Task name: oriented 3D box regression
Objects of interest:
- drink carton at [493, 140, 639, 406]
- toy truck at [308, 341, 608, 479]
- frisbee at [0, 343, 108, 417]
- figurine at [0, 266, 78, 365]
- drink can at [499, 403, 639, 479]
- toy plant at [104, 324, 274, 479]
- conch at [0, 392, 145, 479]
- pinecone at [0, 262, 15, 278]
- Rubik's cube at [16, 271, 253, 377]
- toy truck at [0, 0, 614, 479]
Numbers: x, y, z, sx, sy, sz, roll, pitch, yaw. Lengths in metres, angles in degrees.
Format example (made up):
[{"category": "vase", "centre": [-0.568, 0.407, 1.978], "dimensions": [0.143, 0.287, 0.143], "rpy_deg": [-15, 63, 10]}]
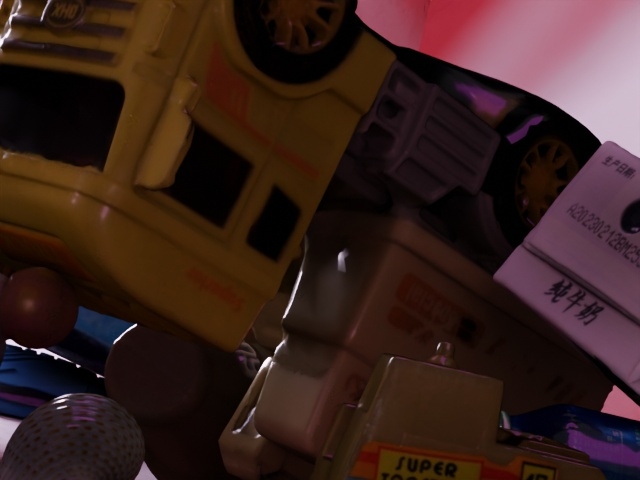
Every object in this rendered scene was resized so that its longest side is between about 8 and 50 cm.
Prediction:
[{"category": "drink carton", "centre": [0.210, 0.061, 0.963], "dimensions": [0.222, 0.102, 0.134], "rpy_deg": [40, 3, -32]}, {"category": "toy truck", "centre": [0.118, 0.125, 0.653], "dimensions": [0.257, 0.127, 0.127], "rpy_deg": [17, -3, -5]}, {"category": "frisbee", "centre": [-0.234, 0.103, 1.466], "dimensions": [0.242, 0.045, 0.242], "rpy_deg": [12, -1, 0]}, {"category": "figurine", "centre": [-0.199, 0.057, 0.847], "dimensions": [0.194, 0.133, 0.274], "rpy_deg": [-5, 17, -29]}, {"category": "drink can", "centre": [0.164, 0.144, 0.855], "dimensions": [0.205, 0.118, 0.118], "rpy_deg": [15, -2, -2]}, {"category": "toy plant", "centre": [-0.046, 0.112, 1.142], "dimensions": [0.143, 0.105, 0.200], "rpy_deg": [31, -6, 36]}, {"category": "conch", "centre": [-0.133, 0.109, 1.021], "dimensions": [0.076, 0.056, 0.085], "rpy_deg": [1, -3, 5]}, {"category": "pinecone", "centre": [-0.285, -0.006, 1.129], "dimensions": [0.224, 0.224, 0.272], "rpy_deg": [13, -14, 9]}, {"category": "Rubik's cube", "centre": [-0.088, -0.023, 1.556], "dimensions": [0.318, 0.313, 0.316], "rpy_deg": [29, -5, -15]}, {"category": "toy truck", "centre": [0.000, 0.000, 1.003], "dimensions": [0.180, 0.254, 0.405], "rpy_deg": [9, -19, 47]}]
